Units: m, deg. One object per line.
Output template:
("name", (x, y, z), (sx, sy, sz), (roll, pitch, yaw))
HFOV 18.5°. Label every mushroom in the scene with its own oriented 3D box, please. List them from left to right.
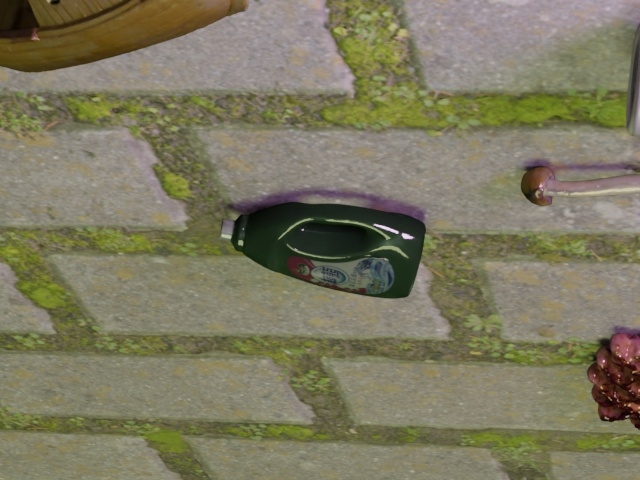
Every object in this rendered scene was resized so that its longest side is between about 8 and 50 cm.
("mushroom", (0.348, -0.041, 1.908), (0.306, 0.043, 0.068), (7, 172, -2))

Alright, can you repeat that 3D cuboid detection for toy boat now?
("toy boat", (-0.195, -0.212, 1.641), (0.321, 0.089, 0.121), (-10, 143, 35))

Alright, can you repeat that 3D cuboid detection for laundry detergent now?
("laundry detergent", (0.000, 0.000, 2.054), (0.211, 0.063, 0.137), (11, 152, -3))

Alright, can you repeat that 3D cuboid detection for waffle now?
("waffle", (0.423, 0.170, 2.297), (0.221, 0.055, 0.234), (6, 149, 7))

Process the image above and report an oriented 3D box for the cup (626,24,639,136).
("cup", (0.330, -0.148, 1.648), (0.133, 0.136, 0.099), (6, -172, 5))
